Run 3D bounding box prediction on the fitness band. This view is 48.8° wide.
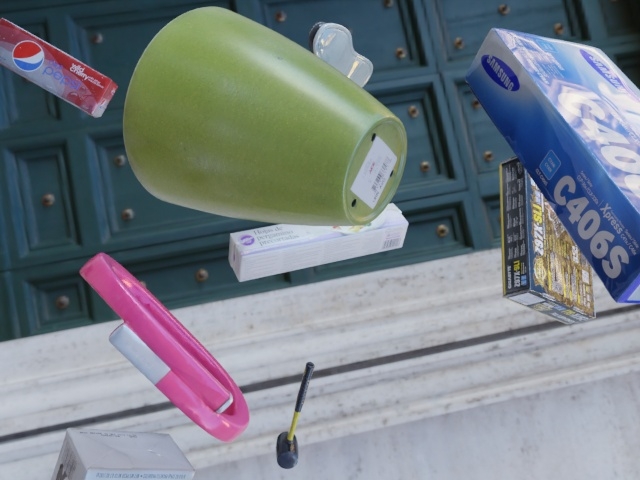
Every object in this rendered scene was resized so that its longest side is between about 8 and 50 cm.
[{"bbox_3d":[-0.191,0.133,0.892,0.291,0.054,0.209,50,-6,-15],"label":"fitness band"}]

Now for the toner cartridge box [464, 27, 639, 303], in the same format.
[{"bbox_3d":[0.296,-0.089,0.732,0.348,0.165,0.075,-110,-147,-41],"label":"toner cartridge box"}]

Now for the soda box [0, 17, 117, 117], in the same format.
[{"bbox_3d":[-0.587,-0.374,1.548,0.092,0.263,0.083,-61,-172,-1],"label":"soda box"}]

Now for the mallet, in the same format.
[{"bbox_3d":[-0.039,0.289,1.156,0.062,0.039,0.190,-94,-162,-62],"label":"mallet"}]

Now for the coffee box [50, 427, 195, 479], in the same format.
[{"bbox_3d":[-0.321,0.439,1.034,0.119,0.168,0.297,29,-79,53],"label":"coffee box"}]

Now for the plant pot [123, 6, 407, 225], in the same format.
[{"bbox_3d":[-0.047,-0.132,0.902,0.293,0.275,0.275,23,-45,30],"label":"plant pot"}]

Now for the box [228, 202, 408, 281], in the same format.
[{"bbox_3d":[0.000,0.000,1.251,0.063,0.323,0.067,-122,-151,-41],"label":"box"}]

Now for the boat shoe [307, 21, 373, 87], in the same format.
[{"bbox_3d":[0.029,-0.442,1.674,0.091,0.114,0.302,37,3,22],"label":"boat shoe"}]

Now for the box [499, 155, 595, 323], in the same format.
[{"bbox_3d":[0.507,0.001,1.578,0.079,0.257,0.322,-21,-123,47],"label":"box"}]
